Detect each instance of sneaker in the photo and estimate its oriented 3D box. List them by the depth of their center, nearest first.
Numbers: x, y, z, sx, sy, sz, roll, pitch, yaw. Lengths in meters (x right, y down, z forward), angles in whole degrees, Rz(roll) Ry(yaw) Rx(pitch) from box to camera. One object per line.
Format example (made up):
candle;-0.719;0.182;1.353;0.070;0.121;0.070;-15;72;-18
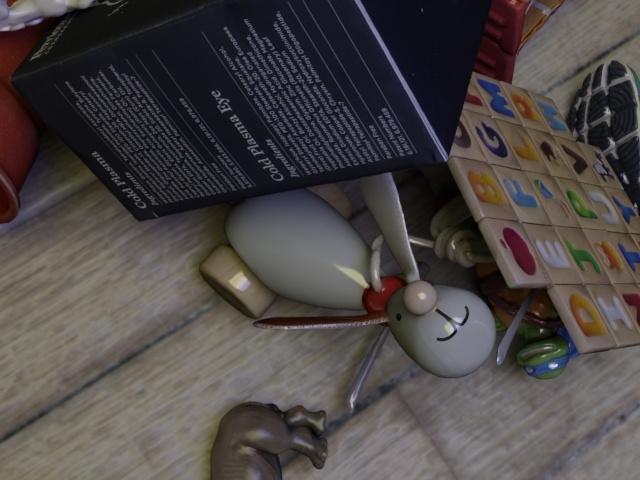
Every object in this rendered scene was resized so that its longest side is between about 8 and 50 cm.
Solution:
sneaker;0.362;-0.069;0.942;0.110;0.107;0.275;-11;84;-32

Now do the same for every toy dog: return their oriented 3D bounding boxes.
toy dog;0.000;0.000;0.738;0.161;0.334;0.220;48;55;-38

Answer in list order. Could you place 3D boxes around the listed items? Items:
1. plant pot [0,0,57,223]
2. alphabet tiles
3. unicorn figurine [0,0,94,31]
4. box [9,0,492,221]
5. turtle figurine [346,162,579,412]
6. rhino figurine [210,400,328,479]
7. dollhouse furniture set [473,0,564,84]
plant pot;-0.338;-0.199;0.764;0.273;0.272;0.265;25;66;-4
alphabet tiles;0.223;-0.034;0.757;0.343;0.011;0.285;3;58;-48
unicorn figurine;-0.210;-0.212;0.667;0.111;0.162;0.060;-19;113;24
box;-0.032;-0.214;0.712;0.179;0.313;0.343;53;42;-35
turtle figurine;0.155;0.011;0.822;0.275;0.198;0.266;-7;74;-17
rhino figurine;-0.069;0.270;0.790;0.106;0.073;0.243;17;77;-10
dollhouse furniture set;0.131;-0.370;0.950;0.374;0.152;0.201;39;74;18
